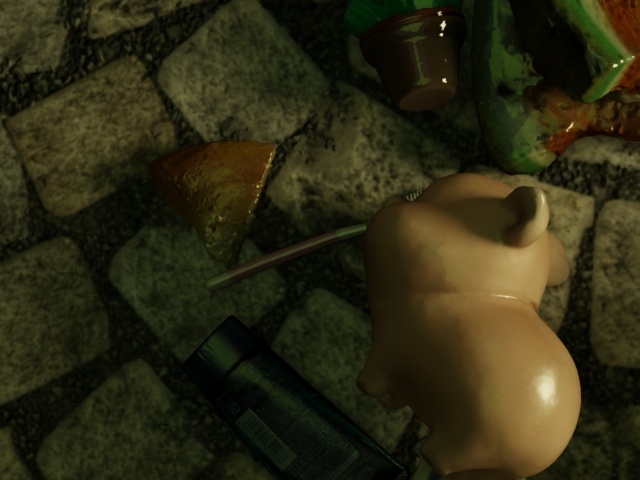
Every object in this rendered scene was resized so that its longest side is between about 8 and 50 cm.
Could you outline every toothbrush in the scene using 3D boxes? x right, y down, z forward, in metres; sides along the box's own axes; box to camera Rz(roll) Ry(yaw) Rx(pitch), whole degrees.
[{"bbox_3d":[0.000,0.000,1.753,0.286,0.020,0.025,-21,75,7],"label":"toothbrush"}]

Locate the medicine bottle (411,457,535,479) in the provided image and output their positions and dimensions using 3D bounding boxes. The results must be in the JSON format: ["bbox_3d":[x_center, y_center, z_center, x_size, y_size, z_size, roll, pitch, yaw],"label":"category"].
[{"bbox_3d":[0.200,0.316,1.641,0.237,0.139,0.139,22,90,12],"label":"medicine bottle"}]

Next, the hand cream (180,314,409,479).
[{"bbox_3d":[-0.035,0.208,1.732,0.120,0.061,0.270,-45,86,6],"label":"hand cream"}]

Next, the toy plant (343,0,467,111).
[{"bbox_3d":[0.096,-0.243,1.714,0.143,0.105,0.200,-17,67,20],"label":"toy plant"}]

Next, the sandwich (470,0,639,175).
[{"bbox_3d":[0.306,-0.187,1.643,0.301,0.162,0.250,5,92,12],"label":"sandwich"}]

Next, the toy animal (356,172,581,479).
[{"bbox_3d":[0.157,0.084,1.600,0.269,0.237,0.326,-40,66,0],"label":"toy animal"}]

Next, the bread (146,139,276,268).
[{"bbox_3d":[-0.105,-0.064,1.758,0.136,0.054,0.154,-38,84,2],"label":"bread"}]
